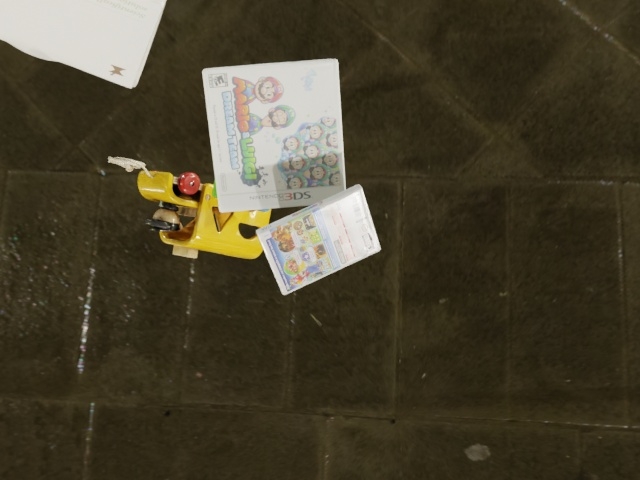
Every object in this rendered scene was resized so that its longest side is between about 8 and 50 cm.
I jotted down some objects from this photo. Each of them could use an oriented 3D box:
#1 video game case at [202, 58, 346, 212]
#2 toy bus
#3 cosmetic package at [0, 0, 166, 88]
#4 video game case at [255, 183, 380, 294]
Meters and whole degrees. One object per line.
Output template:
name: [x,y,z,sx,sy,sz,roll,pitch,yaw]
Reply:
video game case: [-0.047,-0.112,0.773,0.143,0.019,0.157,-5,109,-1]
toy bus: [-0.164,-0.030,0.932,0.202,0.191,0.104,10,87,2]
cosmetic package: [-0.206,-0.355,0.658,0.196,0.155,0.366,17,67,-20]
video game case: [0.000,0.000,0.773,0.122,0.087,0.011,-25,34,-7]
